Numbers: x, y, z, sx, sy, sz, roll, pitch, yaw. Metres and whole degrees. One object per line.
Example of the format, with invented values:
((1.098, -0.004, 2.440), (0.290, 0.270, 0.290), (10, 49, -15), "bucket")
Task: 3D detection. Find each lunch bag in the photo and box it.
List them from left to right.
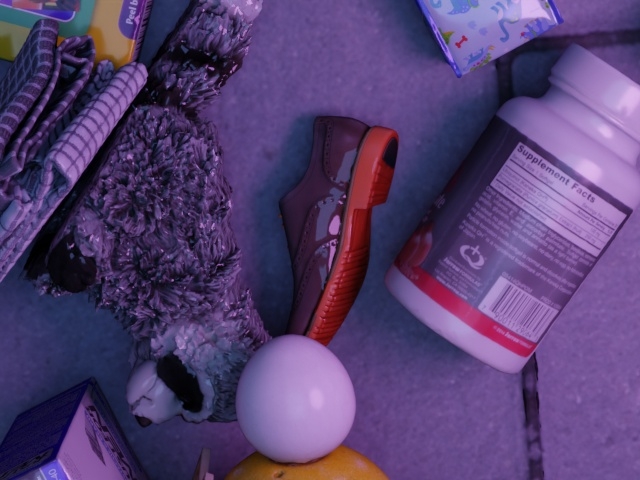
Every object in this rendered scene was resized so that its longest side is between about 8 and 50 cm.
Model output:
((0.158, -0.266, 1.840), (0.129, 0.096, 0.151), (-29, 108, 4), "lunch bag")

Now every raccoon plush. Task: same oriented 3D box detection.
((-0.093, -0.020, 1.832), (0.299, 0.216, 0.446), (33, 97, -14), "raccoon plush")

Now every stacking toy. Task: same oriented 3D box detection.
((-0.016, 0.323, 1.770), (0.350, 0.350, 0.480), (-6, 110, 0), "stacking toy")

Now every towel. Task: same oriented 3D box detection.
((-0.313, -0.061, 1.746), (0.121, 0.235, 0.284), (36, 127, -9), "towel")

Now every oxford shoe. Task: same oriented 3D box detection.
((0.000, 0.000, 1.895), (0.098, 0.097, 0.271), (19, 95, 16), "oxford shoe")

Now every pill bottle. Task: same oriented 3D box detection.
((0.221, -0.036, 1.837), (0.176, 0.176, 0.318), (34, 97, -6), "pill bottle")

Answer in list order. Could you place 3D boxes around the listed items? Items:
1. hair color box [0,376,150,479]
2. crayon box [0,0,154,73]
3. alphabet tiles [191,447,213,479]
((-0.245, 0.273, 1.798), (0.110, 0.339, 0.185), (-27, 99, 4), "hair color box")
((-0.303, -0.367, 1.809), (0.313, 0.106, 0.363), (15, 100, -2), "crayon box")
((-0.149, 0.385, 1.808), (0.011, 0.342, 0.285), (11, 55, -7), "alphabet tiles")
